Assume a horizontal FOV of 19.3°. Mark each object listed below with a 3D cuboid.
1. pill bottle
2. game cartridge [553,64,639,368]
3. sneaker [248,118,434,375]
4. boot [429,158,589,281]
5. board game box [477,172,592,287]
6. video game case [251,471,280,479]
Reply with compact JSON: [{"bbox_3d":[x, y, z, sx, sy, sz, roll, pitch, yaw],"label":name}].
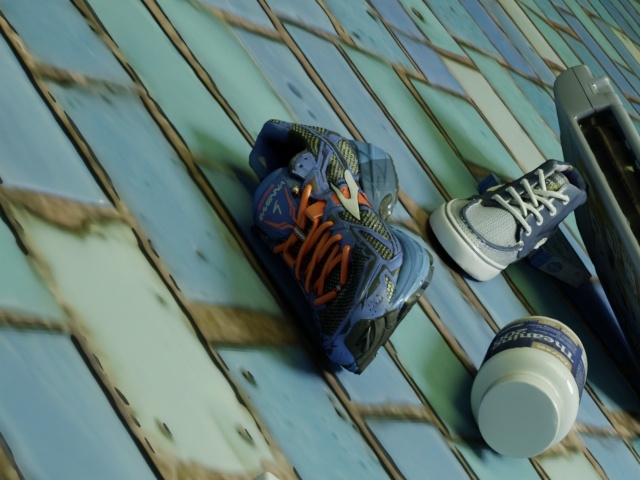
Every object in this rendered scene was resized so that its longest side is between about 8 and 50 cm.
[{"bbox_3d":[0.129,0.093,1.173,0.067,0.067,0.120,48,17,-2],"label":"pill bottle"},{"bbox_3d":[0.262,0.021,1.524,0.198,0.062,0.297,77,-4,-46],"label":"game cartridge"},{"bbox_3d":[0.000,0.000,1.075,0.087,0.083,0.221,26,20,-21],"label":"sneaker"},{"bbox_3d":[0.146,-0.025,1.425,0.069,0.086,0.190,51,18,7],"label":"boot"},{"bbox_3d":[0.180,-0.008,1.578,0.090,0.020,0.090,23,31,-53],"label":"board game box"},{"bbox_3d":[0.028,0.188,0.817,0.143,0.019,0.157,39,20,-26],"label":"video game case"}]
